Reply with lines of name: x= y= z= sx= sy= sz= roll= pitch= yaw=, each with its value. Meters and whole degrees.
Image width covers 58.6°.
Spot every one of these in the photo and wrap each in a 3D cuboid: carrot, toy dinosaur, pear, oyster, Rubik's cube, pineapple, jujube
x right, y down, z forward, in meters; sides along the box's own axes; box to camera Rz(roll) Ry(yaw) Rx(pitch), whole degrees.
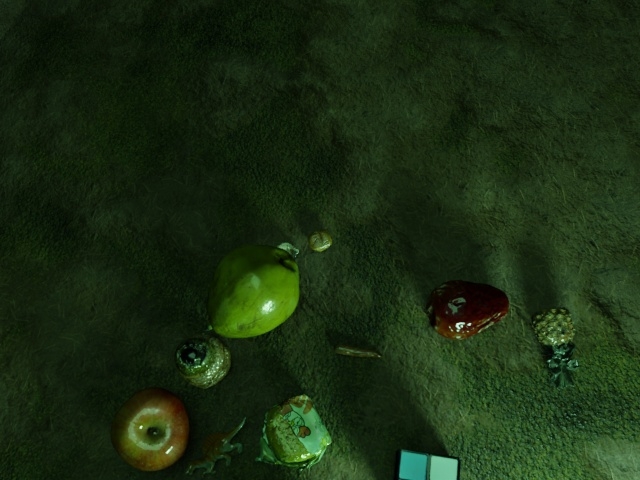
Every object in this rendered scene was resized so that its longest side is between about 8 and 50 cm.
carrot: x=0.122 y=0.365 z=1.863 sx=0.165 sy=0.035 sz=0.035 roll=9 pitch=69 yaw=6
toy dinosaur: x=-0.320 y=0.647 z=1.787 sx=0.143 sy=0.057 sz=0.212 roll=7 pitch=55 yaw=28
pear: x=-0.235 y=0.179 z=1.854 sx=0.375 sy=0.287 sz=0.287 roll=-40 pitch=69 yaw=4
oyster: x=-0.123 y=0.032 z=2.024 sx=0.093 sy=0.034 sz=0.051 roll=28 pitch=89 yaw=4
Rubik's cube: x=0.299 y=0.697 z=1.632 sx=0.184 sy=0.180 sz=0.167 roll=4 pitch=67 yaw=9
pineapple: x=0.741 y=0.336 z=1.778 sx=0.128 sy=0.128 sz=0.247 roll=-7 pitch=72 yaw=2
jujube: x=0.471 y=0.217 z=1.829 sx=0.256 sy=0.190 sz=0.189 roll=-4 pitch=66 yaw=-15

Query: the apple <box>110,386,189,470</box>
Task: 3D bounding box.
apple: x=-0.507 y=0.574 z=1.734 sx=0.242 sy=0.241 sz=0.241 roll=3 pitch=74 yaw=-10

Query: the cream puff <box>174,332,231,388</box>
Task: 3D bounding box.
cream puff: x=-0.389 y=0.375 z=1.832 sx=0.184 sy=0.169 sz=0.183 roll=-2 pitch=66 yaw=5

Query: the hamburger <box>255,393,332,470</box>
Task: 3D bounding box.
hamburger: x=-0.095 y=0.595 z=1.736 sx=0.235 sy=0.125 sz=0.214 roll=-16 pitch=56 yaw=-16

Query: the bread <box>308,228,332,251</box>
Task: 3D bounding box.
bread: x=0.000 y=0.000 z=2.017 sx=0.084 sy=0.046 sz=0.080 roll=7 pitch=71 yaw=7
